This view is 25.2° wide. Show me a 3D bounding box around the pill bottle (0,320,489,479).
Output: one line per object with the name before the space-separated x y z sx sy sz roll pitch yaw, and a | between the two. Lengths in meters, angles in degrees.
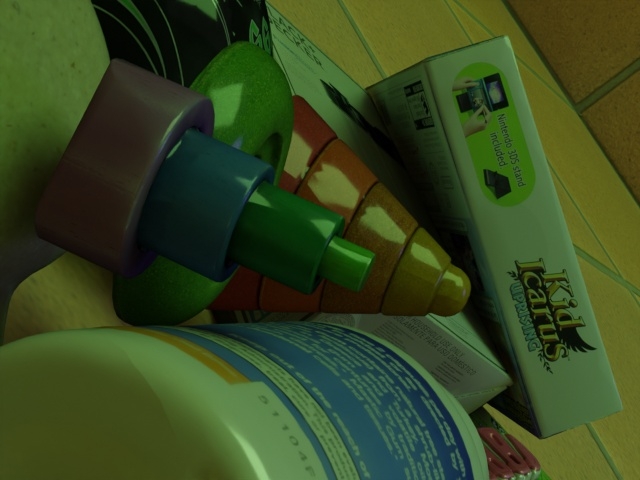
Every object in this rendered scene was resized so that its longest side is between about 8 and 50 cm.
pill bottle | -0.025 0.106 0.537 0.152 0.152 0.272 58 18 15

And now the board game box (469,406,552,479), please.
board game box | 0.120 0.171 0.972 0.181 0.043 0.092 47 19 -19

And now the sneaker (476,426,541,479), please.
sneaker | 0.057 0.157 0.804 0.170 0.075 0.063 -6 31 -47

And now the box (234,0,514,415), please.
box | 0.000 -0.021 0.924 0.169 0.087 0.290 37 22 -43

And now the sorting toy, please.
sorting toy | 0.000 0.000 0.610 0.126 0.127 0.365 24 1 8

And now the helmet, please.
helmet | -0.112 -0.106 0.743 0.169 0.169 0.161 -31 101 -73

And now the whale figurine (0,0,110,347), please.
whale figurine | -0.185 -0.030 0.472 0.216 0.141 0.272 64 35 -25

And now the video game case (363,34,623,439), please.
video game case | 0.110 -0.006 0.994 0.269 0.061 0.244 -158 -129 -83
